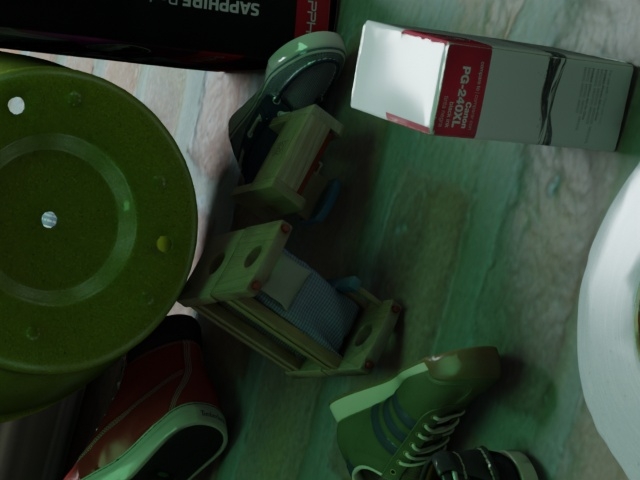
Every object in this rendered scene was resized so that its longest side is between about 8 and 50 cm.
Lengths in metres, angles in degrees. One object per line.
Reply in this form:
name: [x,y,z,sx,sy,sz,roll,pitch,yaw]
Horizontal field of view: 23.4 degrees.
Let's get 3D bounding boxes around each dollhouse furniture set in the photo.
dollhouse furniture set: [0.000,0.000,1.258,0.129,0.129,0.183,-10,48,59]

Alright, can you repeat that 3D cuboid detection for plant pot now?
plant pot: [-0.269,-0.008,1.330,0.353,0.367,0.366,176,100,-67]

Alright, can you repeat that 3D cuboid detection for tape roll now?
tape roll: [0.238,0.043,0.852,0.219,0.072,0.219,-23,62,56]

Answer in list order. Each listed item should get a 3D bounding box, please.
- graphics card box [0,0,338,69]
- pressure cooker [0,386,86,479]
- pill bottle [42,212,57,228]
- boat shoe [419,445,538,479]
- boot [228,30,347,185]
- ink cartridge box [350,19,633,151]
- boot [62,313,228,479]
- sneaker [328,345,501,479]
graphics card box: [-0.201,-0.213,1.381,0.233,0.371,0.094,9,94,60]
pressure cooker: [-0.464,0.234,1.745,0.370,0.376,0.420,-45,-28,-73]
pill bottle: [-0.270,-0.069,1.732,0.108,0.108,0.180,27,107,59]
boat shoe: [0.076,0.246,1.080,0.084,0.079,0.233,47,126,52]
boot: [-0.022,-0.103,1.362,0.190,0.069,0.086,132,130,-56]
ink cartridge box: [0.114,-0.102,1.028,0.109,0.150,0.063,27,110,59]
boot: [-0.196,0.186,1.525,0.244,0.088,0.176,-41,41,21]
sneaker: [0.074,0.139,1.131,0.192,0.064,0.086,-31,64,54]
